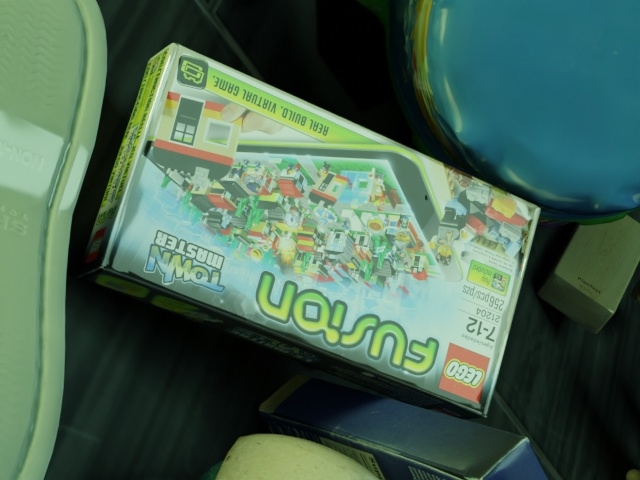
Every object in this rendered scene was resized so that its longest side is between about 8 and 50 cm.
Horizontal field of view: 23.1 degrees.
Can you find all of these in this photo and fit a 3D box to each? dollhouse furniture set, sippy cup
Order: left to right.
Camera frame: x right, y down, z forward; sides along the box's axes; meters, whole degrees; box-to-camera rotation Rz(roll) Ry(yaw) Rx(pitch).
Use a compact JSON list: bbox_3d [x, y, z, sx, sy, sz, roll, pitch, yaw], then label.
[{"bbox_3d":[0.145,-0.111,0.865,0.224,0.305,0.240,-56,131,-79],"label":"sippy cup"},{"bbox_3d":[0.213,0.083,1.134,0.151,0.123,0.144,34,39,3],"label":"dollhouse furniture set"}]

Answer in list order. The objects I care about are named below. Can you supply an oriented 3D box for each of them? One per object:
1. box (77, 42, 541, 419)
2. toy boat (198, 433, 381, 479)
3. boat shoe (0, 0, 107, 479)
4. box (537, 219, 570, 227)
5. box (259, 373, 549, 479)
[{"bbox_3d":[0.000,0.000,0.747,0.207,0.036,0.114,22,73,-21],"label":"box"},{"bbox_3d":[-0.041,0.222,0.625,0.318,0.148,0.267,-16,96,-64],"label":"toy boat"},{"bbox_3d":[-0.151,0.026,0.565,0.114,0.091,0.302,31,52,-22],"label":"boat shoe"},{"bbox_3d":[0.216,-0.173,1.083,0.057,0.201,0.293,9,70,-55],"label":"box"},{"bbox_3d":[0.067,0.140,0.730,0.036,0.225,0.136,-37,112,-22],"label":"box"}]
